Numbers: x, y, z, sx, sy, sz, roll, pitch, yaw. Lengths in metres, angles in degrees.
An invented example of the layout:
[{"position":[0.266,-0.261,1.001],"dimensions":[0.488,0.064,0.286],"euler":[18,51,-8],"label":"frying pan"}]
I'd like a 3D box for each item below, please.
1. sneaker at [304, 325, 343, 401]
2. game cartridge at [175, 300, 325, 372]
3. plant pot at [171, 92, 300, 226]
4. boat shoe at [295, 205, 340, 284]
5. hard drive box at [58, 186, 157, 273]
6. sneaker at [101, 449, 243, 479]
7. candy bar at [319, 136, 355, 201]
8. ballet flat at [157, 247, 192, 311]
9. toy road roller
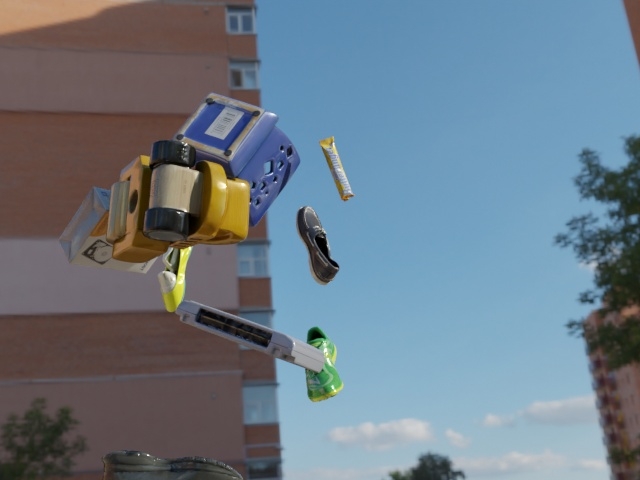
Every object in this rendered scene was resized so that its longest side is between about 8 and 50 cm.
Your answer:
[{"position":[-0.010,0.348,2.287],"dimensions":[0.109,0.296,0.124],"euler":[-25,-65,6],"label":"sneaker"},{"position":[-0.142,0.205,1.720],"dimensions":[0.294,0.060,0.196],"euler":[16,-14,26],"label":"game cartridge"},{"position":[-0.216,-0.208,1.942],"dimensions":[0.235,0.236,0.212],"euler":[21,-28,24],"label":"plant pot"},{"position":[0.000,0.000,1.861],"dimensions":[0.075,0.206,0.065],"euler":[9,-37,-38],"label":"boat shoe"},{"position":[-0.495,-0.021,2.007],"dimensions":[0.232,0.089,0.181],"euler":[11,-55,-50],"label":"hard drive box"},{"position":[-0.300,0.497,1.628],"dimensions":[0.286,0.130,0.109],"euler":[5,-21,-5],"label":"sneaker"},{"position":[0.041,-0.173,1.971],"dimensions":[0.040,0.162,0.018],"euler":[-23,6,-22],"label":"candy bar"},{"position":[-0.422,0.085,2.297],"dimensions":[0.077,0.231,0.077],"euler":[-8,-28,34],"label":"ballet flat"},{"position":[-0.301,-0.064,1.757],"dimensions":[0.240,0.203,0.329],"euler":[13,-19,-34],"label":"toy road roller"}]
